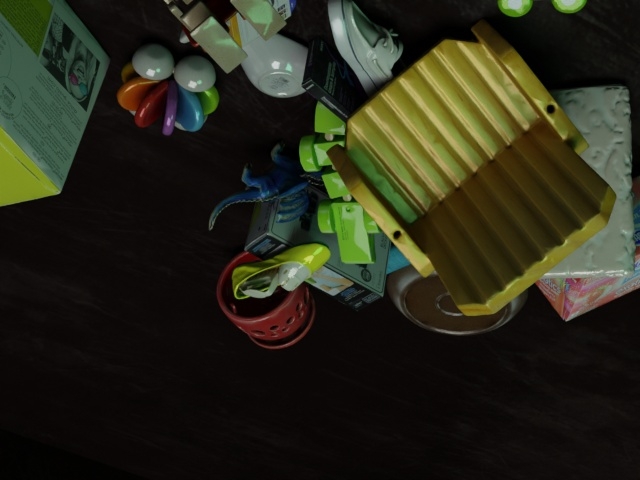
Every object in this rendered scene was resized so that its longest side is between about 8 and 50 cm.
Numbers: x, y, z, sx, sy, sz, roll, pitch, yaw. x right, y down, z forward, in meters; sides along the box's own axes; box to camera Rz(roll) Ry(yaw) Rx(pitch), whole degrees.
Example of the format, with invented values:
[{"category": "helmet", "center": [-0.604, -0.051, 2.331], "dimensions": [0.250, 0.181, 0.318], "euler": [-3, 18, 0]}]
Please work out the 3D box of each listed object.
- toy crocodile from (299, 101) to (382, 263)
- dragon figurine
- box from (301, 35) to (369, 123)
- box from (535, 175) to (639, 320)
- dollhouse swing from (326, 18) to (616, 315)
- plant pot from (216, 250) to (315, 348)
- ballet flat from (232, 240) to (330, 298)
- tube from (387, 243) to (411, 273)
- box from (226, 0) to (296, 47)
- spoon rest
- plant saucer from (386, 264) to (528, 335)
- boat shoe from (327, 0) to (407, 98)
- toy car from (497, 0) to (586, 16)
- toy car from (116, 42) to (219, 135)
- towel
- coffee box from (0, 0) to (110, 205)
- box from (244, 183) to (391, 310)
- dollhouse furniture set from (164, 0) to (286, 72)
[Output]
[{"category": "toy crocodile", "center": [0.047, -0.109, 1.998], "dimensions": [0.115, 0.105, 0.340], "euler": [-5, 116, 21]}, {"category": "dragon figurine", "center": [-0.071, -0.094, 2.061], "dimensions": [0.144, 0.289, 0.085], "euler": [39, 149, 26]}, {"category": "box", "center": [0.037, -0.264, 1.882], "dimensions": [0.162, 0.116, 0.029], "euler": [35, 134, -30]}, {"category": "box", "center": [0.535, 0.004, 1.973], "dimensions": [0.300, 0.154, 0.142], "euler": [-20, 149, -20]}, {"category": "dollhouse swing", "center": [0.233, -0.113, 1.720], "dimensions": [0.347, 0.305, 0.315], "euler": [-39, 107, 10]}, {"category": "plant pot", "center": [-0.107, 0.129, 2.376], "dimensions": [0.191, 0.191, 0.174], "euler": [-6, 148, 20]}, {"category": "ballet flat", "center": [-0.079, 0.067, 2.096], "dimensions": [0.231, 0.077, 0.077], "euler": [-16, 136, 33]}, {"category": "tube", "center": [0.167, 0.031, 2.299], "dimensions": [0.080, 0.052, 0.207], "euler": [42, 138, -24]}, {"category": "box", "center": [-0.099, -0.378, 1.781], "dimensions": [0.028, 0.136, 0.081], "euler": [38, 154, 29]}, {"category": "spoon rest", "center": [-0.116, -0.328, 1.882], "dimensions": [0.137, 0.084, 0.276], "euler": [-25, 144, 39]}, {"category": "plant saucer", "center": [0.297, 0.124, 2.388], "dimensions": [0.310, 0.050, 0.311], "euler": [7, 142, 5]}, {"category": "boat shoe", "center": [0.094, -0.316, 1.822], "dimensions": [0.088, 0.096, 0.267], "euler": [-12, 139, 20]}, {"category": "toy car", "center": [0.318, -0.444, 1.571], "dimensions": [0.149, 0.155, 0.188], "euler": [-1, 129, 14]}, {"category": "toy car", "center": [-0.275, -0.252, 1.950], "dimensions": [0.182, 0.136, 0.159], "euler": [15, 142, -7]}, {"category": "towel", "center": [0.375, -0.094, 1.874], "dimensions": [0.317, 0.332, 0.053], "euler": [-3, 168, 21]}, {"category": "coffee box", "center": [-0.620, -0.275, 1.834], "dimensions": [0.337, 0.334, 0.338], "euler": [-10, 139, 23]}, {"category": "box", "center": [0.000, 0.000, 2.196], "dimensions": [0.290, 0.169, 0.087], "euler": [29, 141, -25]}, {"category": "dollhouse furniture set", "center": [-0.106, -0.394, 1.654], "dimensions": [0.259, 0.262, 0.135], "euler": [-39, 130, 7]}]
